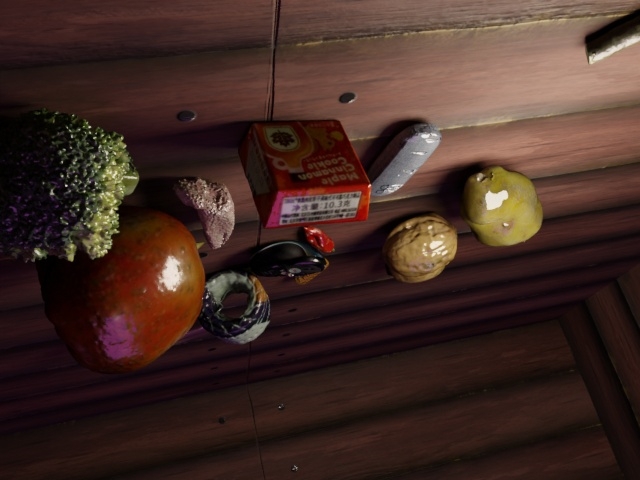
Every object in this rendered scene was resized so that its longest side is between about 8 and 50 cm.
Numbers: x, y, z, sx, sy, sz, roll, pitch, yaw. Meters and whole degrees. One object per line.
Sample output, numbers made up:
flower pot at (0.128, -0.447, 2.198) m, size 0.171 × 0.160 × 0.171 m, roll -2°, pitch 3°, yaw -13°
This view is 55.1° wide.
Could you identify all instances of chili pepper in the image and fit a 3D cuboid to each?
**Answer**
chili pepper at (0.001, 0.000, 1.849) m, size 0.059 × 0.050 × 0.191 m, roll -8°, pitch 154°, yaw 29°

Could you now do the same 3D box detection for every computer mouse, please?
computer mouse at (-0.098, 0.053, 1.847) m, size 0.233 × 0.096 × 0.137 m, roll -2°, pitch 157°, yaw 6°

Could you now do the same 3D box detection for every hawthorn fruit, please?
hawthorn fruit at (-0.440, 0.091, 1.418) m, size 0.403 × 0.402 × 0.403 m, roll -12°, pitch 156°, yaw -6°

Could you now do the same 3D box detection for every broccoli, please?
broccoli at (-0.489, -0.071, 1.161) m, size 0.375 × 0.249 × 0.302 m, roll -36°, pitch 146°, yaw 29°

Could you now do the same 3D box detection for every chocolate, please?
chocolate at (-0.030, -0.147, 1.291) m, size 0.238 × 0.234 × 0.108 m, roll -4°, pitch 143°, yaw -23°

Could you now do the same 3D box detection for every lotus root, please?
lotus root at (0.338, 0.069, 2.099) m, size 0.257 × 0.140 × 0.154 m, roll -23°, pitch -163°, yaw 43°

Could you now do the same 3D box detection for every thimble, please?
thimble at (-0.280, 0.205, 1.942) m, size 0.237 × 0.237 × 0.150 m, roll -16°, pitch 153°, yaw 3°

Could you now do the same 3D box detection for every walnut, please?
walnut at (0.307, 0.016, 1.892) m, size 0.245 × 0.198 × 0.198 m, roll -19°, pitch 156°, yaw 8°

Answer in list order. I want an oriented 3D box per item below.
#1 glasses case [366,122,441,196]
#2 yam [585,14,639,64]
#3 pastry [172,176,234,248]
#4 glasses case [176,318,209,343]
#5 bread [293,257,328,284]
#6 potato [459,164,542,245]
glasses case at (0.193, -0.194, 1.511) m, size 0.109 × 0.067 × 0.282 m, roll -4°, pitch 156°, yaw -28°
yam at (0.682, -0.444, 1.256) m, size 0.274 × 0.061 × 0.061 m, roll -23°, pitch 155°, yaw 20°
pastry at (-0.259, -0.071, 1.482) m, size 0.112 × 0.102 × 0.265 m, roll -21°, pitch 158°, yaw -3°
glasses case at (-0.527, 0.282, 2.053) m, size 0.337 × 0.144 × 0.076 m, roll -20°, pitch 157°, yaw 9°
bread at (-0.032, 0.102, 2.063) m, size 0.052 × 0.044 × 0.157 m, roll 13°, pitch 144°, yaw -36°
potato at (0.506, -0.100, 1.739) m, size 0.218 × 0.202 × 0.351 m, roll -35°, pitch 144°, yaw 15°
